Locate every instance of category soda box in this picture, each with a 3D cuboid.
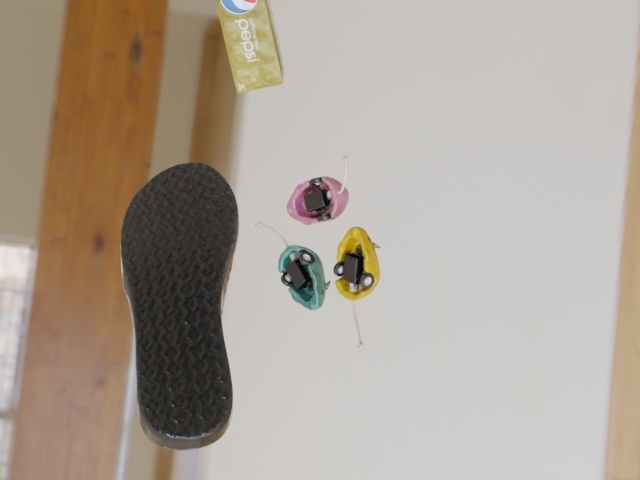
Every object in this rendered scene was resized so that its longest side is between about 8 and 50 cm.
[{"bbox_3d":[-0.091,-0.277,1.572,0.058,0.061,0.181,-91,-10,-63],"label":"soda box"}]

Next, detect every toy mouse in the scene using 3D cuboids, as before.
[{"bbox_3d":[0.000,0.000,1.111,0.143,0.031,0.161,15,107,46],"label":"toy mouse"}]

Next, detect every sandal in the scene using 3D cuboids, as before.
[{"bbox_3d":[-0.201,0.090,1.812,0.107,0.168,0.445,102,169,-59],"label":"sandal"}]
